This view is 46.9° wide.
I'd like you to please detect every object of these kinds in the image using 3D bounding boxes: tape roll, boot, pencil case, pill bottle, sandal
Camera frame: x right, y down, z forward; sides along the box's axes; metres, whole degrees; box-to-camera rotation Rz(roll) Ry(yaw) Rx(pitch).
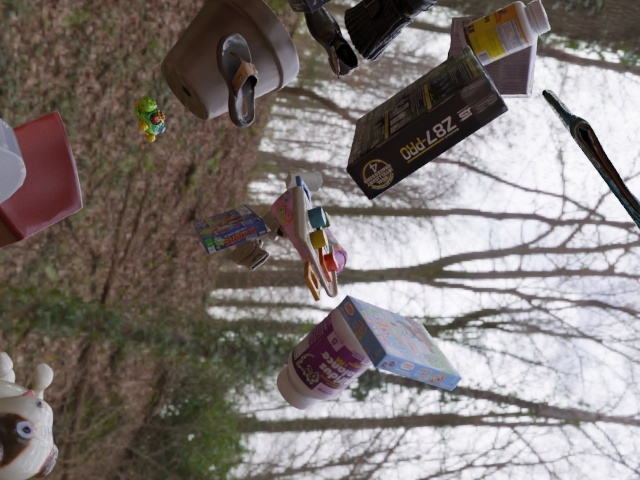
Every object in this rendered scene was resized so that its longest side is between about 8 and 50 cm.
[{"bbox_3d":[-0.619,-0.126,1.247,0.072,0.219,0.219,66,-31,21],"label":"tape roll"},{"bbox_3d":[0.035,-0.534,1.926,0.219,0.082,0.106,58,-10,-17],"label":"boot"},{"bbox_3d":[-0.036,-0.019,1.999,0.284,0.124,0.124,55,-41,40],"label":"pencil case"},{"bbox_3d":[0.023,0.303,1.894,0.301,0.169,0.169,-47,-138,28],"label":"pill bottle"},{"bbox_3d":[-0.175,-0.355,1.650,0.060,0.090,0.219,22,-53,40],"label":"sandal"},{"bbox_3d":[0.478,-0.541,1.914,0.215,0.117,0.117,-20,-116,24],"label":"pill bottle"},{"bbox_3d":[0.178,-0.690,2.008,0.260,0.131,0.348,-36,-135,47],"label":"boot"}]

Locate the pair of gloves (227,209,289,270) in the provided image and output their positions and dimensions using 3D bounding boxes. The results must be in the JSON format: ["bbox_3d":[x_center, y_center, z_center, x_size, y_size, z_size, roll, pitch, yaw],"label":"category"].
[{"bbox_3d":[-0.157,-0.004,2.181,0.204,0.240,0.042,18,-33,55],"label":"pair of gloves"}]

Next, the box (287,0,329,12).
[{"bbox_3d":[0.019,-0.596,1.699,0.059,0.183,0.233,58,-2,-21],"label":"box"}]

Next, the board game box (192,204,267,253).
[{"bbox_3d":[-0.204,-0.028,1.639,0.201,0.136,0.035,-142,-146,-71],"label":"board game box"}]

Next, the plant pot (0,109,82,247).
[{"bbox_3d":[-0.732,-0.129,1.769,0.267,0.267,0.236,-11,-71,48],"label":"plant pot"}]

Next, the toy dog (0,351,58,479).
[{"bbox_3d":[-0.844,0.466,1.860,0.408,0.284,0.395,7,-120,36],"label":"toy dog"}]

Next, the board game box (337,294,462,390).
[{"bbox_3d":[0.144,0.187,1.340,0.039,0.211,0.160,-53,-139,17],"label":"board game box"}]

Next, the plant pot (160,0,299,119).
[{"bbox_3d":[-0.268,-0.485,2.000,0.323,0.280,0.323,42,-16,15],"label":"plant pot"}]

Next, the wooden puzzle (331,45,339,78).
[{"bbox_3d":[0.036,-0.427,1.755,0.083,0.006,0.049,79,-4,-56],"label":"wooden puzzle"}]

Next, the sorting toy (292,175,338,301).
[{"bbox_3d":[0.000,0.000,1.583,0.348,0.047,0.196,-95,162,-49],"label":"sorting toy"}]

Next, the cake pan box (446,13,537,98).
[{"bbox_3d":[0.503,-0.545,2.197,0.266,0.070,0.246,3,-94,28],"label":"cake pan box"}]

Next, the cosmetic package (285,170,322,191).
[{"bbox_3d":[-0.057,-0.199,2.496,0.060,0.115,0.041,120,-35,-48],"label":"cosmetic package"}]

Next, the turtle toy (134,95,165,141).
[{"bbox_3d":[-0.451,-0.330,1.951,0.130,0.066,0.095,69,1,-60],"label":"turtle toy"}]

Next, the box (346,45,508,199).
[{"bbox_3d":[0.214,-0.262,1.554,0.318,0.097,0.395,-35,-165,17],"label":"box"}]

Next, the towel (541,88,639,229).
[{"bbox_3d":[0.579,-0.187,1.562,0.040,0.271,0.370,-35,-167,19],"label":"towel"}]
